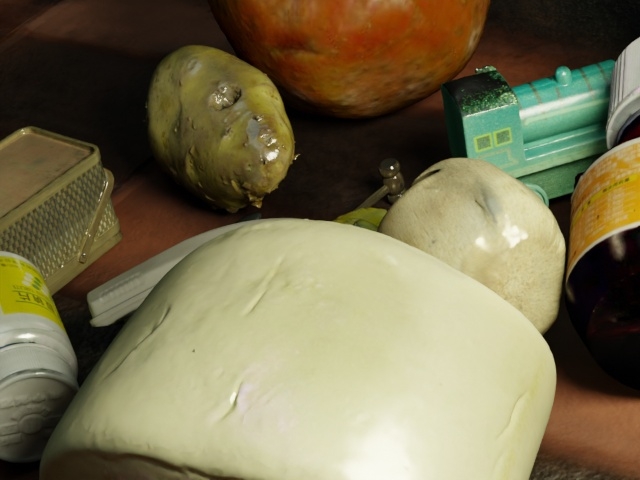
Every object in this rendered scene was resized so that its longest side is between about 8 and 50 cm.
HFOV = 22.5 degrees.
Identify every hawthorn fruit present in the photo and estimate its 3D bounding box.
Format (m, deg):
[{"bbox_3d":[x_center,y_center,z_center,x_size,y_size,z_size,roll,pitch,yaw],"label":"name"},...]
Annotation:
[{"bbox_3d":[0.033,-0.352,2.130,0.403,0.403,0.403,-9,35,6],"label":"hawthorn fruit"}]

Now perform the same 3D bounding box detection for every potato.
[{"bbox_3d":[-0.127,-0.143,2.110,0.141,0.192,0.296,4,24,-35],"label":"potato"}]

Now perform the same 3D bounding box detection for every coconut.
[{"bbox_3d":[0.158,0.016,1.707,0.224,0.224,0.224,-9,35,6],"label":"coconut"}]

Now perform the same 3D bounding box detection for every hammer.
[{"bbox_3d":[0.000,0.000,1.986,0.292,0.058,0.029,-39,37,-25],"label":"hammer"}]

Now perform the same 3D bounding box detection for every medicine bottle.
[{"bbox_3d":[-0.357,0.131,1.835,0.143,0.143,0.258,-20,36,-10],"label":"medicine bottle"},{"bbox_3d":[0.379,-0.051,1.718,0.242,0.242,0.395,-5,47,12],"label":"medicine bottle"}]

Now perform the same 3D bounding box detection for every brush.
[{"bbox_3d":[-0.111,-0.015,2.070,0.083,0.008,0.024,-30,40,-21],"label":"brush"}]

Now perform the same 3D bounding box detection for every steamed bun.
[{"bbox_3d":[-0.029,0.172,1.540,0.456,0.290,0.371,6,41,26],"label":"steamed bun"}]

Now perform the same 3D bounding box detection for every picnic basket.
[{"bbox_3d":[-0.394,-0.020,2.051,0.165,0.139,0.266,17,44,36],"label":"picnic basket"}]

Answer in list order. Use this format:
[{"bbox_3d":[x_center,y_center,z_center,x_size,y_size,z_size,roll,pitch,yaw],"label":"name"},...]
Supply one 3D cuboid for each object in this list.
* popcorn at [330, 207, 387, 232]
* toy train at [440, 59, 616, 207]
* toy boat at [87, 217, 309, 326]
[{"bbox_3d":[0.062,0.037,1.845,0.173,0.142,0.173,-12,10,2],"label":"popcorn"},{"bbox_3d":[0.295,-0.131,1.939,0.298,0.194,0.120,-16,34,-5],"label":"toy train"},{"bbox_3d":[-0.132,0.056,1.869,0.269,0.141,0.141,-13,35,12],"label":"toy boat"}]
